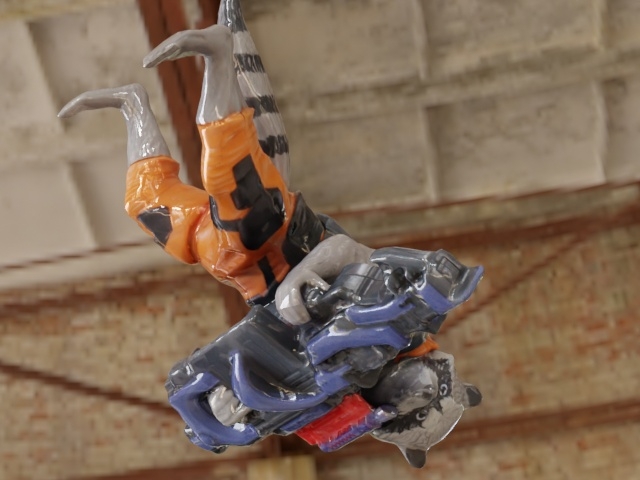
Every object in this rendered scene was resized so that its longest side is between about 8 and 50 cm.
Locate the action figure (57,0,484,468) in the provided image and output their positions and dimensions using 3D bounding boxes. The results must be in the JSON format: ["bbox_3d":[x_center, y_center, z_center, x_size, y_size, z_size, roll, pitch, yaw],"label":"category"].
[{"bbox_3d":[0.000,0.000,1.157,0.330,0.178,0.341,54,-38,-10],"label":"action figure"}]
